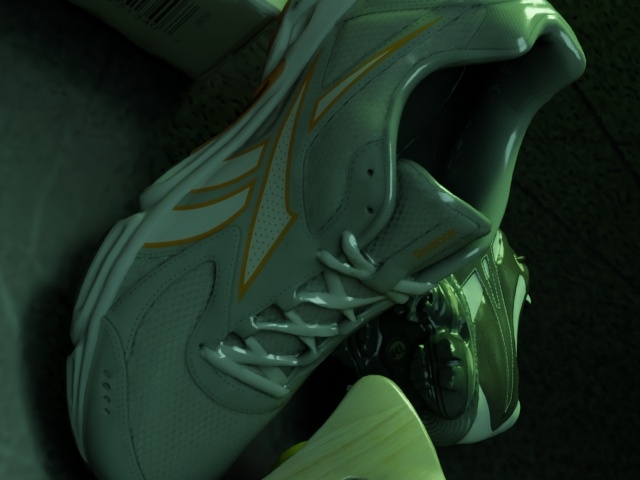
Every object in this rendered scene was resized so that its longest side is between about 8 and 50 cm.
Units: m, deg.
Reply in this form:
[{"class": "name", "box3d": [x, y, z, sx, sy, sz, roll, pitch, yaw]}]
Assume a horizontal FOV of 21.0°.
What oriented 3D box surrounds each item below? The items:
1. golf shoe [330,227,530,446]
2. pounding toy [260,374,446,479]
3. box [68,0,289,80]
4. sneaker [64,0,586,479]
[{"class": "golf shoe", "box3d": [0.044, -0.002, 0.768, 0.094, 0.077, 0.198, 20, 59, -49]}, {"class": "pounding toy", "box3d": [-0.062, 0.177, 0.655, 0.154, 0.155, 0.269, 40, 60, 20]}, {"class": "box", "box3d": [-0.024, -0.216, 0.768, 0.113, 0.094, 0.275, 31, 66, -16]}, {"class": "sneaker", "box3d": [0.000, 0.000, 0.662, 0.099, 0.121, 0.262, 29, 93, -40]}]
